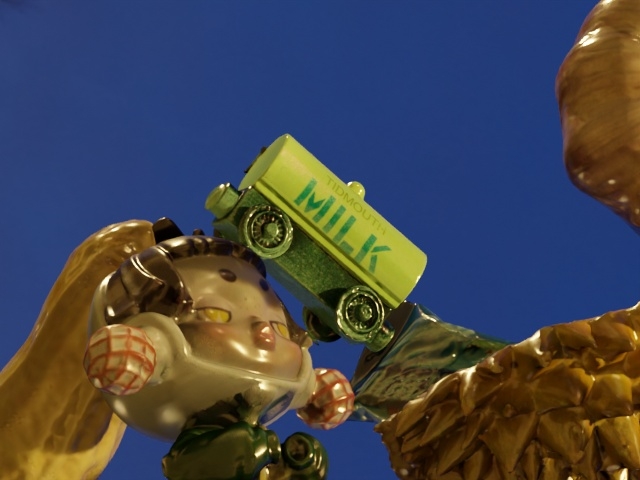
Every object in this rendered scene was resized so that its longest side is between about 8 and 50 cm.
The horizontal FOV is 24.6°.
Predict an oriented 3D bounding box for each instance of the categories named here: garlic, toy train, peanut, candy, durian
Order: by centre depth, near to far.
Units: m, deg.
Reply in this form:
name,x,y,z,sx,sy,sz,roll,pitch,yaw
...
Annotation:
name,x,y,z,sx,sy,sz,roll,pitch,yaw
durian,0.201,0.108,0.806,0.191,0.341,0.112,-36,-126,43
garlic,0.292,-0.087,1.201,0.160,0.245,0.245,-44,-122,52
peanut,-0.230,0.118,1.387,0.147,0.147,0.305,23,-96,41
toy train,0.000,0.000,1.562,0.157,0.253,0.105,-56,-163,-21
candy,0.139,0.168,1.602,0.331,0.077,0.187,20,-109,53

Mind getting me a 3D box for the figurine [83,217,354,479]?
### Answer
name,x,y,z,sx,sy,sz,roll,pitch,yaw
figurine,-0.084,0.144,1.194,0.167,0.281,0.370,-41,-127,29
